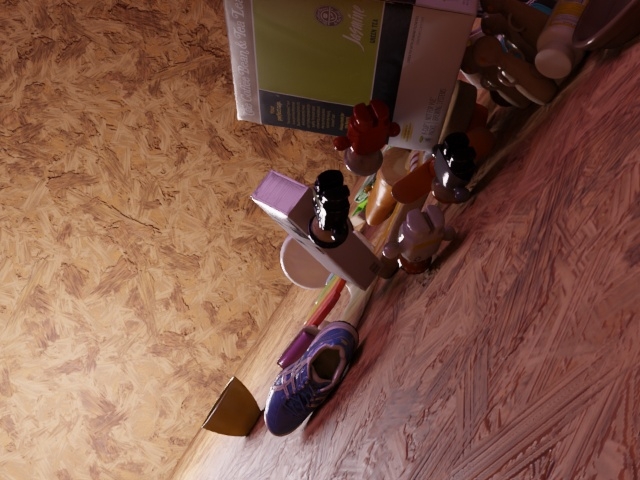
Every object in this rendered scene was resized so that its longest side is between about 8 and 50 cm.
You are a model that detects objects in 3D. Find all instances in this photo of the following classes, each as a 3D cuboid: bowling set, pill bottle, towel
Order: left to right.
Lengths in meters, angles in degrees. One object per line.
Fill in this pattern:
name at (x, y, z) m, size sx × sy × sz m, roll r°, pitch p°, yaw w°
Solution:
pill bottle at (0.000, 0.000, 2.177) m, size 0.169 × 0.169 × 0.301 m, roll -55°, pitch 4°, yaw 20°
towel at (0.209, -0.264, 2.319) m, size 0.324 × 0.038 × 0.248 m, roll -59°, pitch 3°, yaw -13°
bowling set at (0.267, -0.280, 1.217) m, size 0.287 × 0.154 × 0.200 m, roll -58°, pitch 4°, yaw -36°
pill bottle at (0.321, -0.267, 1.084) m, size 0.116 × 0.065 × 0.065 m, roll -58°, pitch 4°, yaw -30°

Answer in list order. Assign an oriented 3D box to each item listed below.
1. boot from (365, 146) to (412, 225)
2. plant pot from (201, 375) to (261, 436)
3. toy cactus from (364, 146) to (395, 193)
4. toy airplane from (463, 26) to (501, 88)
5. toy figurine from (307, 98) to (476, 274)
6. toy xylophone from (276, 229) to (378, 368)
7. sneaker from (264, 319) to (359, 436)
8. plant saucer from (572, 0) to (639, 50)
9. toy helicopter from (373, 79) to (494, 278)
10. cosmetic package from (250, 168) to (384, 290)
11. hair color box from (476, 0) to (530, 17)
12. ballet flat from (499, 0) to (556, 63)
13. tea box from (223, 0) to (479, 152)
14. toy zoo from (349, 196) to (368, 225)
boot at (0.153, -0.106, 1.770) m, size 0.211 × 0.104 × 0.295 m, roll -60°, pitch -4°, yaw 33°
plant pot at (-0.191, 0.387, 1.865) m, size 0.134 × 0.095 × 0.134 m, roll -57°, pitch 4°, yaw 5°
toy cactus at (0.176, -0.173, 2.049) m, size 0.180 × 0.112 × 0.218 m, roll 87°, pitch -153°, yaw -80°
toy airplane at (0.227, -0.333, 1.567) m, size 0.386 × 0.385 × 0.272 m, roll 110°, pitch 148°, yaw -72°
toy figurine at (0.100, -0.067, 1.165) m, size 0.148 × 0.210 × 0.213 m, roll 96°, pitch -164°, yaw -61°
toy xylophone at (0.012, 0.136, 1.505) m, size 0.236 × 0.081 × 0.322 m, roll -55°, pitch 4°, yaw 30°
sneaker at (-0.021, 0.215, 1.262) m, size 0.211 × 0.080 × 0.081 m, roll -57°, pitch 0°, yaw 12°
plant saucer at (0.388, -0.327, 0.936) m, size 0.277 × 0.041 × 0.278 m, roll -56°, pitch 4°, yaw 6°
toy helicopter at (0.173, -0.096, 1.373) m, size 0.235 × 0.140 × 0.355 m, roll -122°, pitch 55°, yaw -76°
cosmetic package at (-0.002, -0.012, 1.308) m, size 0.060 × 0.239 × 0.099 m, roll -52°, pitch 44°, yaw -7°
hair color box at (0.346, -0.625, 1.602) m, size 0.113 × 0.186 × 0.374 m, roll -60°, pitch -29°, yaw -46°
ballet flat at (0.374, -0.368, 1.309) m, size 0.248 × 0.086 × 0.086 m, roll -53°, pitch 5°, yaw 23°
tea box at (0.045, -0.319, 1.180) m, size 0.329 × 0.324 × 0.219 m, roll 95°, pitch -175°, yaw -65°
toy zoo at (0.183, -0.176, 2.391) m, size 0.293 × 0.030 × 0.192 m, roll -57°, pitch 4°, yaw -7°
